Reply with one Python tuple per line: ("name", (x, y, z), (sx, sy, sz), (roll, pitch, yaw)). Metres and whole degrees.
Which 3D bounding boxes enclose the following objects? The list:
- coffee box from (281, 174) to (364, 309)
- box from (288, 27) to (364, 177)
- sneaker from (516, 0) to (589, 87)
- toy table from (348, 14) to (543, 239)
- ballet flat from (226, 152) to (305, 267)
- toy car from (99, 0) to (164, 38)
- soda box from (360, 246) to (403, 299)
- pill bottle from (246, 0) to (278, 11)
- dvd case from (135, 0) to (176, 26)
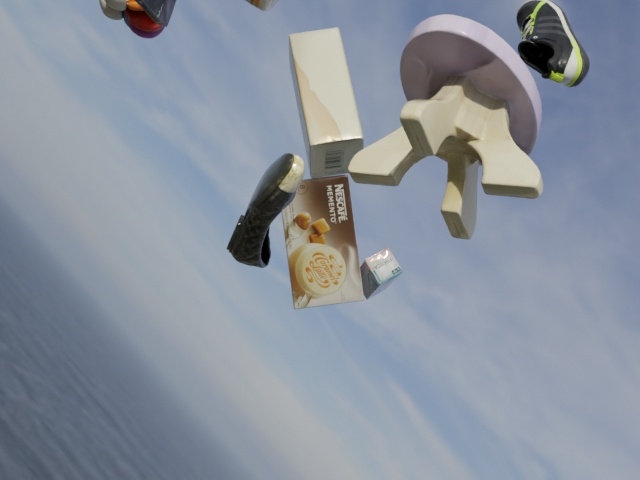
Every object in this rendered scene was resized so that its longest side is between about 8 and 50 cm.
("coffee box", (0.000, 0.000, 1.706), (0.098, 0.141, 0.247), (-108, -168, -84))
("box", (0.011, -0.314, 1.971), (0.148, 0.121, 0.311), (89, -9, -62))
("sneaker", (0.392, -0.360, 1.544), (0.235, 0.097, 0.084), (-112, -150, -42))
("toy table", (0.175, -0.131, 1.099), (0.252, 0.161, 0.274), (1, -33, 40))
("ballet flat", (-0.047, -0.029, 0.850), (0.049, 0.057, 0.173), (24, -36, -9))
("toy car", (-0.376, -0.500, 1.843), (0.136, 0.159, 0.182), (70, -18, -6))
("soda box", (0.118, 0.071, 1.816), (0.063, 0.058, 0.183), (59, -11, 9))
("pill bottle", (-0.194, -0.641, 1.907), (0.278, 0.162, 0.162), (32, -11, -4))
("dvd case", (-0.194, -0.403, 1.083), (0.018, 0.221, 0.164), (15, -9, 19))
